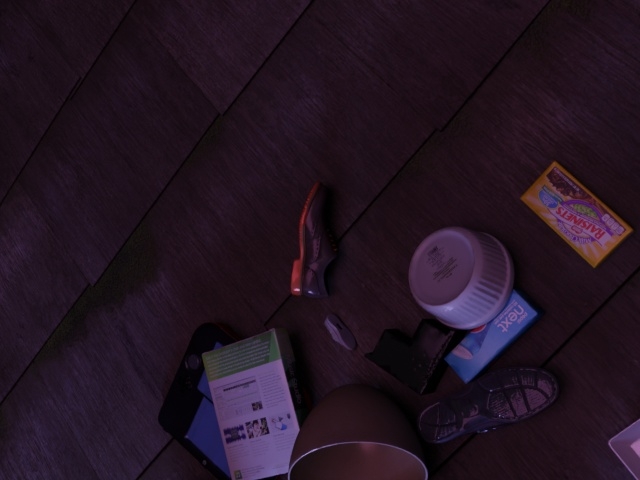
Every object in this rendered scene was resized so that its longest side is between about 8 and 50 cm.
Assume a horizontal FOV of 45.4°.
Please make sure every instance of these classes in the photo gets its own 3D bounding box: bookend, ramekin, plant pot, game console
[{"bbox_3d":[0.202,0.223,1.642,0.157,0.072,0.156,31,102,29],"label":"bookend"},{"bbox_3d":[0.275,0.069,1.549,0.207,0.109,0.207,-22,57,39],"label":"ramekin"},{"bbox_3d":[0.076,0.419,1.620,0.284,0.284,0.190,-30,37,26],"label":"plant pot"},{"bbox_3d":[-0.221,0.425,1.891,0.387,0.060,0.341,34,104,29],"label":"game console"}]

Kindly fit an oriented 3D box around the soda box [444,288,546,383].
[{"bbox_3d":[0.354,0.195,1.556,0.210,0.067,0.071,-49,65,18],"label":"soda box"}]

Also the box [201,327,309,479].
[{"bbox_3d":[-0.141,0.387,1.783,0.232,0.058,0.321,-22,78,30],"label":"box"}]

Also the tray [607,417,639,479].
[{"bbox_3d":[0.673,0.347,1.377,0.270,0.030,0.145,-44,66,21],"label":"tray"}]

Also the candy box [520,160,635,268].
[{"bbox_3d":[0.503,-0.052,1.507,0.206,0.027,0.105,48,113,24],"label":"candy box"}]

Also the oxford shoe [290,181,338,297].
[{"bbox_3d":[0.000,0.000,1.781,0.099,0.097,0.271,9,96,11],"label":"oxford shoe"}]

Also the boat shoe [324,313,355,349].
[{"bbox_3d":[0.043,0.217,1.764,0.100,0.035,0.035,49,138,20],"label":"boat shoe"}]

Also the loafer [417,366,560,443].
[{"bbox_3d":[0.344,0.333,1.549,0.303,0.095,0.109,-26,64,23],"label":"loafer"}]
